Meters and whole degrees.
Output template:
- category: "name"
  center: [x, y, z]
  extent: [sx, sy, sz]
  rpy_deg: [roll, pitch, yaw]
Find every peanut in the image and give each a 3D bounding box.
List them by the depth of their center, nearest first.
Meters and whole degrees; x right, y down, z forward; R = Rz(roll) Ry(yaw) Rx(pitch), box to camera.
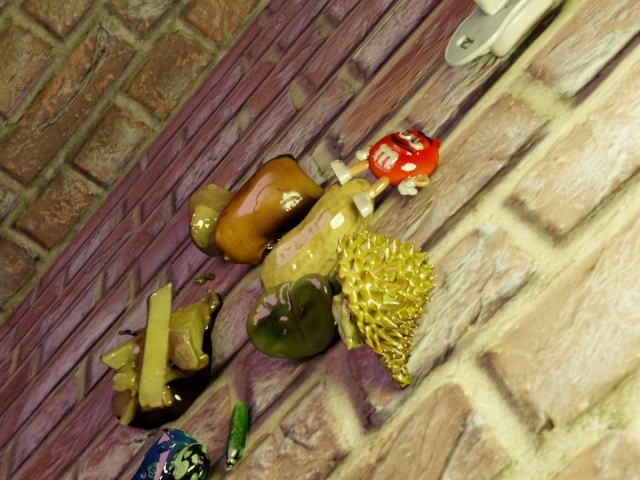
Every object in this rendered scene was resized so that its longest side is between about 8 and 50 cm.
- category: "peanut"
  center: [0.000, 0.000, 1.527]
  extent: [0.305, 0.147, 0.147]
  rpy_deg: [-50, 26, 4]

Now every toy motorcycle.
- category: "toy motorcycle"
  center: [-0.336, 0.493, 1.512]
  extent: [0.331, 0.125, 0.196]
  rpy_deg: [-42, 26, 15]

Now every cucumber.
- category: "cucumber"
  center: [-0.157, 0.370, 1.449]
  extent: [0.037, 0.037, 0.155]
  rpy_deg: [-38, 28, 29]

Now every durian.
- category: "durian"
  center: [0.093, 0.091, 1.257]
  extent: [0.306, 0.172, 0.166]
  rpy_deg: [-101, 28, -46]

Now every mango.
- category: "mango"
  center: [-0.131, -0.067, 1.806]
  extent: [0.287, 0.152, 0.201]
  rpy_deg: [-49, 16, 5]

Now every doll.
- category: "doll"
  center: [0.142, -0.144, 1.470]
  extent: [0.217, 0.085, 0.183]
  rpy_deg: [-25, 49, -8]

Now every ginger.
- category: "ginger"
  center: [-0.401, 0.244, 1.816]
  extent: [0.413, 0.211, 0.358]
  rpy_deg: [-34, 30, 35]
- category: "ginger"
  center: [-0.282, -0.053, 2.036]
  extent: [0.267, 0.138, 0.152]
  rpy_deg: [-101, 10, -59]

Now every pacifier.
- category: "pacifier"
  center: [0.314, -0.487, 1.483]
  extent: [0.299, 0.233, 0.244]
  rpy_deg: [-47, 24, 11]

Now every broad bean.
- category: "broad bean"
  center: [-0.043, 0.143, 1.434]
  extent: [0.206, 0.072, 0.153]
  rpy_deg: [-37, 70, 27]

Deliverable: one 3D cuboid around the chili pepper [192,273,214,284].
- category: "chili pepper"
  center: [-0.310, 0.100, 2.042]
  extent: [0.083, 0.022, 0.027]
  rpy_deg: [-20, 40, 42]
